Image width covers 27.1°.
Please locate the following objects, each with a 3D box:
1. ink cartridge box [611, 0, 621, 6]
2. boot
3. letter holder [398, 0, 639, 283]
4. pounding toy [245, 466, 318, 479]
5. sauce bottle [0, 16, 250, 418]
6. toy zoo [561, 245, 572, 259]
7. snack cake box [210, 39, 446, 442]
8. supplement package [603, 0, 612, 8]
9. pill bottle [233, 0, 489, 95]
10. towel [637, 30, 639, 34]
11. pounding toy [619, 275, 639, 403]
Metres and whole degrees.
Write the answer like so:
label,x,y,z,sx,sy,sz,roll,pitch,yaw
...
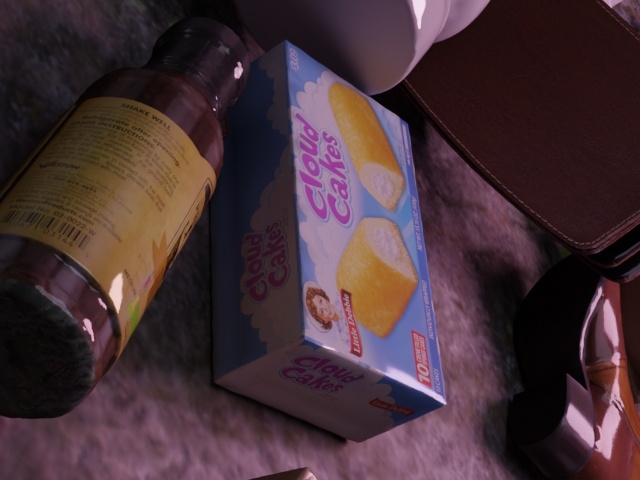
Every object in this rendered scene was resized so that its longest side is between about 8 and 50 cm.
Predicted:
label,x,y,z,sx,sy,sz,roll,pitch,yaw
ink cartridge box,0.320,-0.396,1.746,0.139,0.082,0.190,-2,66,-55
boot,0.304,0.173,1.273,0.280,0.096,0.264,44,36,-26
letter holder,0.196,-0.101,1.221,0.214,0.152,0.302,-32,66,-20
pounding toy,-0.043,0.265,0.733,0.181,0.094,0.206,59,41,-12
sauce bottle,-0.124,-0.037,0.826,0.111,0.111,0.344,49,35,-18
toy zoo,0.307,-0.094,1.451,0.192,0.030,0.293,-2,88,-55
snack cake box,0.000,0.000,0.991,0.152,0.089,0.264,30,43,-40
supplement package,0.227,-0.324,1.429,0.244,0.139,0.134,55,22,-60
pill bottle,0.087,-0.295,1.126,0.204,0.204,0.361,49,53,-18
towel,0.559,-0.171,1.947,0.324,0.056,0.312,-15,81,-59
pounding toy,0.399,0.091,1.389,0.154,0.155,0.269,-41,115,-51
